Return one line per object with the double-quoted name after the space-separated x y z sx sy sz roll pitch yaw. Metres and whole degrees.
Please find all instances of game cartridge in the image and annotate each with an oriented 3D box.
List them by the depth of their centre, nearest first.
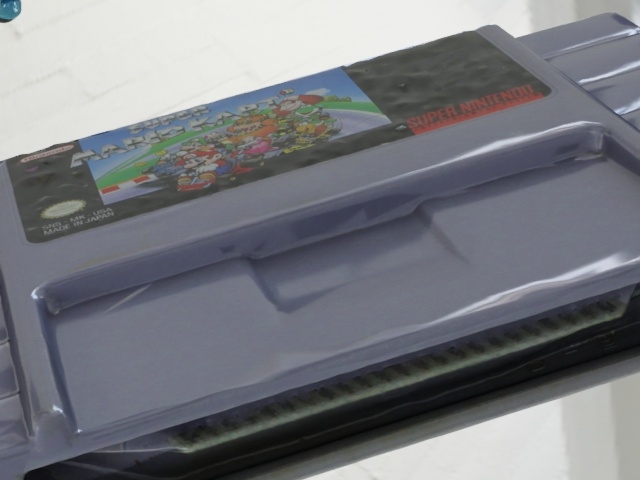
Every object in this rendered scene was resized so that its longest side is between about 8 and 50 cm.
0.000 0.000 0.591 0.355 0.230 0.068 -17 -59 -10 "game cartridge"

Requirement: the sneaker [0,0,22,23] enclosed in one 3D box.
-0.174 -0.277 1.142 0.140 0.125 0.341 34 -118 19 "sneaker"
